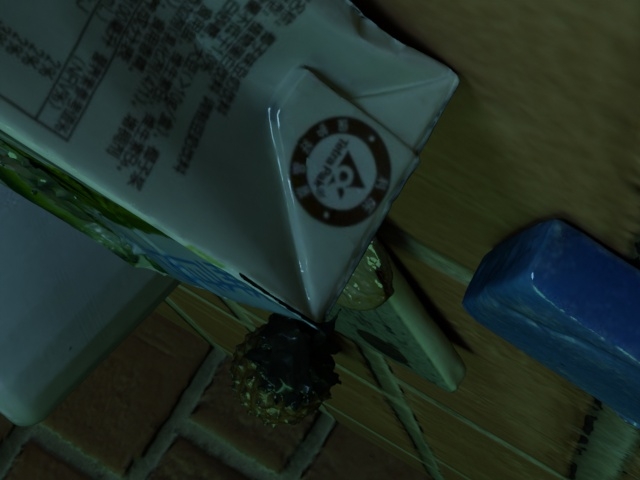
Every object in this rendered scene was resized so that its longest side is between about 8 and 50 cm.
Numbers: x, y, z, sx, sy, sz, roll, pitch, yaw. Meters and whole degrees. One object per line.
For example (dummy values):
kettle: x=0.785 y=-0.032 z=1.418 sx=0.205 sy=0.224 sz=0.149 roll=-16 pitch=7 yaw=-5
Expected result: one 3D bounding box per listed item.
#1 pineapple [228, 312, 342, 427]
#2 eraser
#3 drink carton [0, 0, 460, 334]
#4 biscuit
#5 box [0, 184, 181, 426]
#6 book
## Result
pineapple: x=-0.036 y=0.140 z=1.479 sx=0.128 sy=0.128 sz=0.248 roll=32 pitch=166 yaw=0
eraser: x=0.220 y=0.095 z=0.680 sx=0.312 sy=0.043 sz=0.144 roll=32 pitch=171 yaw=-2
drink carton: x=-0.129 y=-0.106 z=0.520 sx=0.324 sy=0.132 sz=0.194 roll=36 pitch=169 yaw=-29
biscuit: x=0.000 y=0.000 z=0.865 sx=0.120 sy=0.015 sz=0.120 roll=33 pitch=150 yaw=22
box: x=-0.165 y=-0.011 z=0.796 sx=0.262 sy=0.206 sz=0.291 roll=44 pitch=166 yaw=-20
book: x=-0.072 y=-0.014 z=1.071 sx=0.379 sy=0.031 sz=0.264 roll=26 pitch=165 yaw=32
